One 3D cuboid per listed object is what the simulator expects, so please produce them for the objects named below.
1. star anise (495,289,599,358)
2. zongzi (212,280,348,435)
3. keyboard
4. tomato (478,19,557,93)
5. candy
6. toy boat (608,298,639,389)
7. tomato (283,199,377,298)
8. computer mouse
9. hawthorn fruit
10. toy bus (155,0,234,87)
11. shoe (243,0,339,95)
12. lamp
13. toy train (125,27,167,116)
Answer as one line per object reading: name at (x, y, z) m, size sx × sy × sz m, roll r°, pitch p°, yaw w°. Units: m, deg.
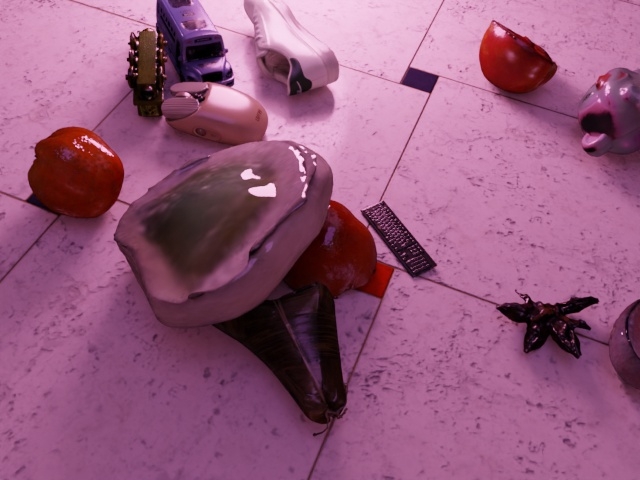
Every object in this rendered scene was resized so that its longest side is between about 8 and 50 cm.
star anise at (0.431, 0.159, 1.265) m, size 0.212 × 0.053 × 0.157 m, roll 8°, pitch 49°, yaw -3°
zongzi at (-0.080, 0.211, 1.146) m, size 0.241 × 0.111 × 0.248 m, roll -13°, pitch 57°, yaw 6°
keyboard at (0.160, -0.007, 1.399) m, size 0.063 × 0.010 × 0.198 m, roll -23°, pitch 56°, yaw -21°
tomato at (0.490, -0.456, 1.731) m, size 0.200 × 0.140 × 0.233 m, roll 46°, pitch 25°, yaw 19°
candy at (-0.157, -0.024, 1.221) m, size 0.427 × 0.186 × 0.386 m, roll -45°, pitch 42°, yaw -20°
toy boat at (0.609, 0.199, 1.251) m, size 0.155 × 0.085 × 0.227 m, roll 42°, pitch 46°, yaw 15°
tomato at (0.000, 0.000, 1.312) m, size 0.228 × 0.112 × 0.199 m, roll 24°, pitch 54°, yaw 17°
computer mouse at (-0.235, -0.290, 1.529) m, size 0.236 × 0.082 × 0.145 m, roll 17°, pitch 50°, yaw -2°
hawthorn fruit at (-0.474, -0.130, 1.323) m, size 0.189 × 0.189 × 0.189 m, roll 3°, pitch 50°, yaw -4°
toy bus at (-0.312, -0.487, 1.661) m, size 0.125 × 0.133 × 0.292 m, roll -16°, pitch 54°, yaw -20°
shoe at (-0.119, -0.493, 1.700) m, size 0.160 × 0.132 × 0.363 m, roll -31°, pitch 64°, yaw -22°
lamp at (0.760, -0.307, 1.561) m, size 0.247 × 0.301 × 0.247 m, roll 43°, pitch 47°, yaw -26°
toy train at (-0.399, -0.386, 1.569) m, size 0.090 × 0.137 × 0.226 m, roll -2°, pitch 55°, yaw -10°
